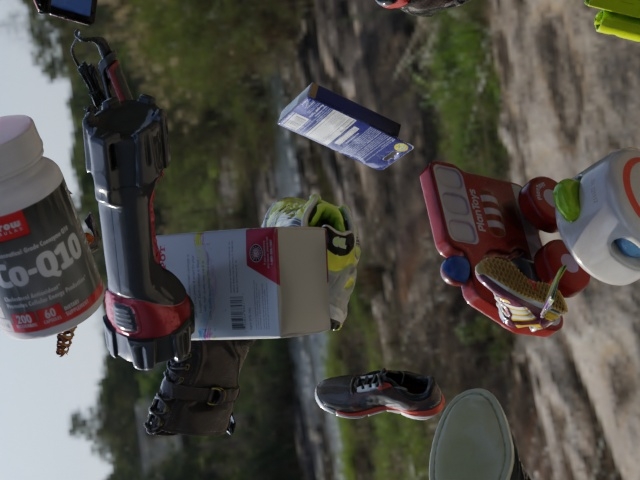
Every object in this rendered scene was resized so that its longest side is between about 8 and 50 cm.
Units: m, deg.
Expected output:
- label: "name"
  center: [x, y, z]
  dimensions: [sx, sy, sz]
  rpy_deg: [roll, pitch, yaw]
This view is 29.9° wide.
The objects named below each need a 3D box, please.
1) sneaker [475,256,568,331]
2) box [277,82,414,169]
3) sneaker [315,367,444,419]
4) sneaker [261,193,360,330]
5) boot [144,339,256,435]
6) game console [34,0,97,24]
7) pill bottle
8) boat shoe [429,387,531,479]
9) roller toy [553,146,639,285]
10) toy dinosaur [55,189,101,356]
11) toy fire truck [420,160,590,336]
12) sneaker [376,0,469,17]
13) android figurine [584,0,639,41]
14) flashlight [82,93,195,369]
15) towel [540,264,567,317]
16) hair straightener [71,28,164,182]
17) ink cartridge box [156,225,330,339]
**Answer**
- label: "sneaker"
  center: [0.290, 0.092, 1.824]
  dimensions: [0.084, 0.185, 0.070]
  rpy_deg: [-44, 35, 30]
- label: "box"
  center: [0.050, -0.206, 2.207]
  dimensions: [0.136, 0.225, 0.037]
  rpy_deg: [-33, 36, 58]
- label: "sneaker"
  center: [0.069, 0.173, 1.439]
  dimensions: [0.065, 0.157, 0.061]
  rpy_deg: [79, -165, -46]
- label: "sneaker"
  center: [0.000, 0.000, 1.811]
  dimensions: [0.385, 0.145, 0.147]
  rpy_deg: [-114, 45, -67]
- label: "boot"
  center: [-0.195, 0.171, 1.685]
  dimensions: [0.091, 0.263, 0.229]
  rpy_deg: [37, 106, 55]
- label: "game console"
  center: [-0.421, -0.440, 1.965]
  dimensions: [0.124, 0.085, 0.144]
  rpy_deg: [79, -173, -55]
- label: "pill bottle"
  center: [-0.418, -0.019, 1.674]
  dimensions: [0.161, 0.161, 0.283]
  rpy_deg: [-113, 7, -63]
- label: "boat shoe"
  center: [0.232, 0.363, 1.589]
  dimensions: [0.113, 0.127, 0.340]
  rpy_deg: [42, -151, -42]
- label: "roller toy"
  center: [0.480, -0.041, 1.871]
  dimensions: [0.146, 0.209, 0.191]
  rpy_deg: [-38, 78, 44]
- label: "toy dinosaur"
  center: [-0.491, 0.037, 2.123]
  dimensions: [0.164, 0.218, 0.322]
  rpy_deg: [99, 156, -48]
- label: "toy fire truck"
  center: [0.295, 0.017, 2.025]
  dimensions: [0.169, 0.253, 0.302]
  rpy_deg: [-46, 44, 47]
- label: "sneaker"
  center: [0.209, -0.425, 1.771]
  dimensions: [0.276, 0.135, 0.098]
  rpy_deg: [-36, 49, 31]
- label: "android figurine"
  center: [0.567, -0.472, 2.087]
  dimensions: [0.056, 0.272, 0.248]
  rpy_deg: [-88, 9, -73]
- label: "flashlight"
  center: [-0.186, -0.006, 1.253]
  dimensions: [0.103, 0.103, 0.304]
  rpy_deg: [-125, 29, -48]
- label: "towel"
  center: [0.331, 0.072, 1.704]
  dimensions: [0.083, 0.009, 0.060]
  rpy_deg: [92, -159, -66]
- label: "hair straightener"
  center: [-0.279, -0.171, 1.553]
  dimensions: [0.047, 0.089, 0.230]
  rpy_deg: [-59, -40, -42]
- label: "ink cartridge box"
  center: [-0.095, 0.051, 1.427]
  dimensions: [0.127, 0.176, 0.128]
  rpy_deg: [-2, -91, -63]
